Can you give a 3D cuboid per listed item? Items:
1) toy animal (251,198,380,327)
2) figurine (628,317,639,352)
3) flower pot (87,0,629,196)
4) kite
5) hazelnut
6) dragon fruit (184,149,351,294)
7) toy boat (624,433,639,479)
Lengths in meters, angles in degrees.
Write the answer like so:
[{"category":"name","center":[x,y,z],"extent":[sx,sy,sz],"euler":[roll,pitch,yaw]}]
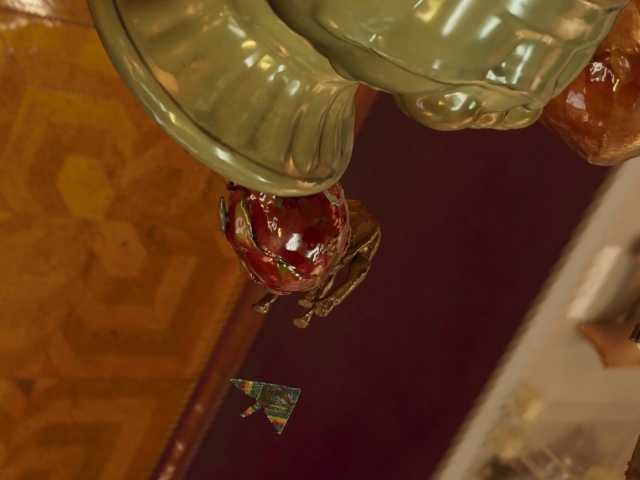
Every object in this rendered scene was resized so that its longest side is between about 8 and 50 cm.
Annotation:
[{"category":"toy animal","center":[0.007,-0.005,1.474],"extent":[0.149,0.275,0.054],"euler":[-31,117,30]},{"category":"figurine","center":[0.362,0.074,1.047],"extent":[0.236,0.141,0.162],"euler":[-35,-176,37]},{"category":"flower pot","center":[0.014,-0.174,0.835],"extent":[0.307,0.307,0.244],"euler":[14,137,-44]},{"category":"kite","center":[-0.064,0.198,1.699],"extent":[0.090,0.004,0.122],"euler":[-27,129,21]},{"category":"hazelnut","center":[0.275,-0.155,1.296],"extent":[0.182,0.182,0.182],"euler":[-21,135,-23]},{"category":"dragon fruit","center":[-0.034,-0.029,0.938],"extent":[0.094,0.094,0.190],"euler":[-39,143,-5]},{"category":"toy boat","center":[0.245,0.163,0.766],"extent":[0.085,0.227,0.155],"euler":[25,128,-17]}]
